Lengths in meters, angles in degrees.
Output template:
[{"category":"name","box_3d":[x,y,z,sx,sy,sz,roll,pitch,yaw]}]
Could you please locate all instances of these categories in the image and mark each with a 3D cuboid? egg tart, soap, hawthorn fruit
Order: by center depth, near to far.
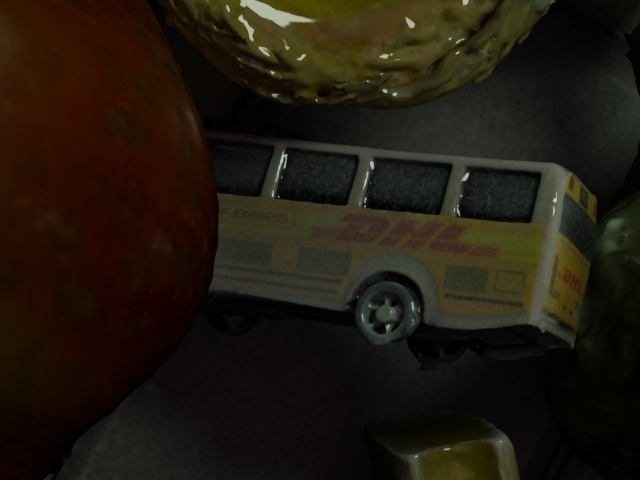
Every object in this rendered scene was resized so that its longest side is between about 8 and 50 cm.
[{"category":"hawthorn fruit","box_3d":[-0.278,-0.031,0.774,0.402,0.403,0.403,0,90,-8]},{"category":"egg tart","box_3d":[0.015,-0.215,0.836,0.288,0.118,0.288,0,104,-1]},{"category":"soap","box_3d":[0.101,0.261,0.951,0.089,0.173,0.274,-10,91,-6]}]

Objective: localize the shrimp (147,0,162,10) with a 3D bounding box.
[{"category":"shrimp","box_3d":[-0.068,-0.170,0.997,0.174,0.082,0.076,35,41,-13]}]

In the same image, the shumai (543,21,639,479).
[{"category":"shumai","box_3d":[0.343,0.009,0.929,0.395,0.395,0.348,17,64,-7]}]

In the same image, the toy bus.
[{"category":"toy bus","box_3d":[0.000,0.000,0.894,0.342,0.097,0.138,9,82,28]}]
